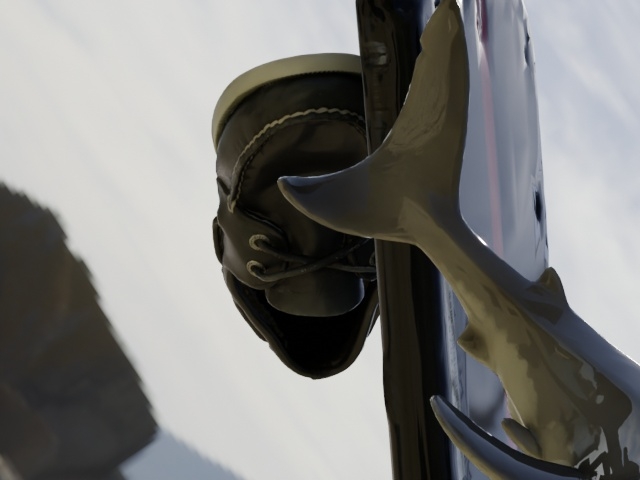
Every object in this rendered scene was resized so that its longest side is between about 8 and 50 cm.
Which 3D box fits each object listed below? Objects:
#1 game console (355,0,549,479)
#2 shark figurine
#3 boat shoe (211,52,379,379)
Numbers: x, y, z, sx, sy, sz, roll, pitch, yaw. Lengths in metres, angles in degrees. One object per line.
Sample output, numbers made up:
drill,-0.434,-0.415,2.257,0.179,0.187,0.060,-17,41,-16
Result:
game console,0.076,0.046,1.018,0.342,0.060,0.387,-28,113,-72
shark figurine,0.105,0.044,0.616,0.166,0.116,0.278,40,16,-38
boat shoe,-0.004,0.001,1.139,0.340,0.127,0.113,106,-20,-67
